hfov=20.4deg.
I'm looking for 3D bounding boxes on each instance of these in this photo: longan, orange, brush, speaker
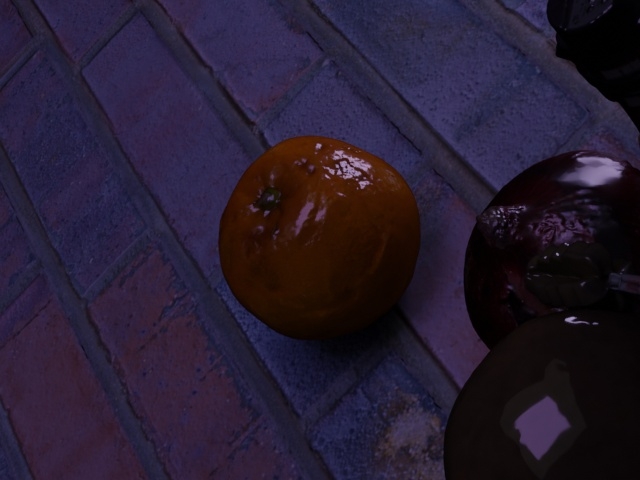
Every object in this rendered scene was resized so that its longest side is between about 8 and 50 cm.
[{"bbox_3d":[0.256,0.212,1.764,0.297,0.297,0.297,-27,43,28],"label":"longan"},{"bbox_3d":[0.000,0.000,2.252,0.261,0.261,0.261,-27,43,28],"label":"orange"},{"bbox_3d":[0.302,0.040,1.762,0.301,0.084,0.071,-176,97,-70],"label":"brush"},{"bbox_3d":[0.408,-0.163,1.915,0.259,0.329,0.198,19,73,44],"label":"speaker"}]

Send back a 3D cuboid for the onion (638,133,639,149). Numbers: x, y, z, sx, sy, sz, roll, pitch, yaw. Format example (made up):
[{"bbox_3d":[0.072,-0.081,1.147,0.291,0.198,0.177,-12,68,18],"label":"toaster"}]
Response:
[{"bbox_3d":[0.406,0.018,1.751,0.159,0.349,0.267,-66,27,6],"label":"onion"}]

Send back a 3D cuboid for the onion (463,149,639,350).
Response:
[{"bbox_3d":[0.258,0.019,1.994,0.272,0.195,0.272,-21,61,44],"label":"onion"}]
